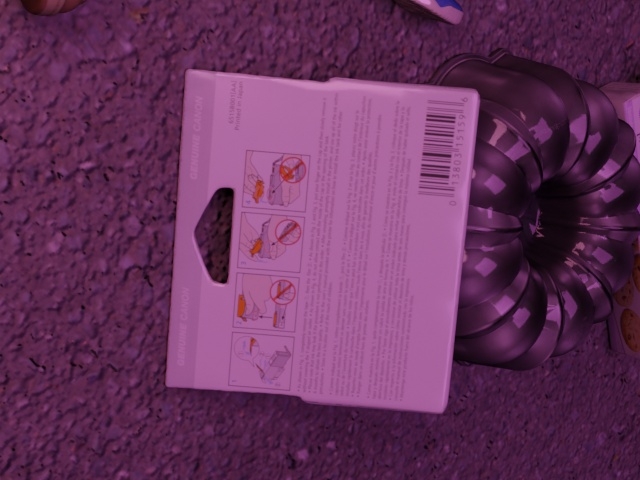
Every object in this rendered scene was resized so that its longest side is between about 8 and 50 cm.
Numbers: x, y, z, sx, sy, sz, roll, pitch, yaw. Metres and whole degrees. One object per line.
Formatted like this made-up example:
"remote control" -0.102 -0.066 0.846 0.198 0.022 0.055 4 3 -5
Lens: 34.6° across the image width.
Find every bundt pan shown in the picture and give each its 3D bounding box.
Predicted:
"bundt pan" 0.202 -0.022 1.009 0.331 0.124 0.330 -9 104 -36

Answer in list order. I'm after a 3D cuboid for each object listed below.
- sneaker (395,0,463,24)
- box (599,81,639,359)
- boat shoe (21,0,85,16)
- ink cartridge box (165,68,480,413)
"sneaker" 0.082 -0.254 0.904 0.152 0.058 0.084 22 95 -32
"box" 0.355 -0.016 1.166 0.063 0.067 0.323 -27 116 -31
"boat shoe" -0.142 -0.287 0.695 0.089 0.105 0.285 10 93 -36
"ink cartridge box" 0.000 0.000 0.866 0.239 0.060 0.275 5 99 1
